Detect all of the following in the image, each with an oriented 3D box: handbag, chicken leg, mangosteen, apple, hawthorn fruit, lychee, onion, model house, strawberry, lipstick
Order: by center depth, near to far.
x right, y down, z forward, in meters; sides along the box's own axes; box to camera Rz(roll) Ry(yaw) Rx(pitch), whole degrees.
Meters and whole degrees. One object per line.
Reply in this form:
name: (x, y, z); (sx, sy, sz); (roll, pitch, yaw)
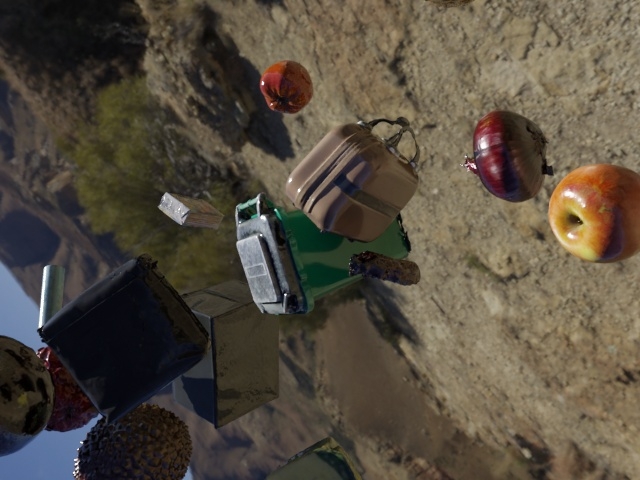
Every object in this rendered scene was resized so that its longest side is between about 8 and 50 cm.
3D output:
apple: (0.458, -0.044, 1.030); (0.163, 0.139, 0.163); (52, 151, 44)
handbag: (-0.343, 0.174, 1.126); (0.223, 0.247, 0.080); (54, -178, -8)
handbag: (0.095, -0.137, 1.335); (0.149, 0.283, 0.302); (44, -169, 25)
mangosteen: (-0.732, 0.349, 1.393); (0.288, 0.288, 0.288); (49, 165, 18)
chicken leg: (0.148, 0.064, 1.408); (0.234, 0.063, 0.105); (13, -176, -31)
lipstick: (-0.614, 0.136, 1.462); (0.048, 0.048, 0.157); (82, 179, -61)
lychee: (-0.427, 0.496, 1.469); (0.267, 0.267, 0.267); (49, 165, 18)
hawthorn fruit: (-0.072, -0.363, 1.481); (0.125, 0.140, 0.125); (36, 178, 1)
model house: (-0.021, 0.642, 1.529); (0.261, 0.321, 0.266); (59, -174, 12)
strawberry: (-0.672, 0.401, 1.707); (0.220, 0.274, 0.274); (43, 162, 36)
onion: (0.511, -0.232, 1.838); (0.285, 0.273, 0.273); (-14, 117, 35)

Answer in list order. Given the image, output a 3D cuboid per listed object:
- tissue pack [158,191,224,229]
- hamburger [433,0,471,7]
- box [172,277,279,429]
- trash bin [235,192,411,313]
tissue pack: (-0.355, -0.079, 1.764); (0.109, 0.060, 0.148); (35, -167, 28)
hamburger: (0.317, -0.615, 1.514); (0.131, 0.262, 0.124); (20, 112, 16)
box: (-0.271, 0.306, 1.816); (0.204, 0.251, 0.345); (17, 113, 38)
trash bin: (0.000, 0.000, 1.596); (0.259, 0.381, 0.295); (-15, 93, 63)
